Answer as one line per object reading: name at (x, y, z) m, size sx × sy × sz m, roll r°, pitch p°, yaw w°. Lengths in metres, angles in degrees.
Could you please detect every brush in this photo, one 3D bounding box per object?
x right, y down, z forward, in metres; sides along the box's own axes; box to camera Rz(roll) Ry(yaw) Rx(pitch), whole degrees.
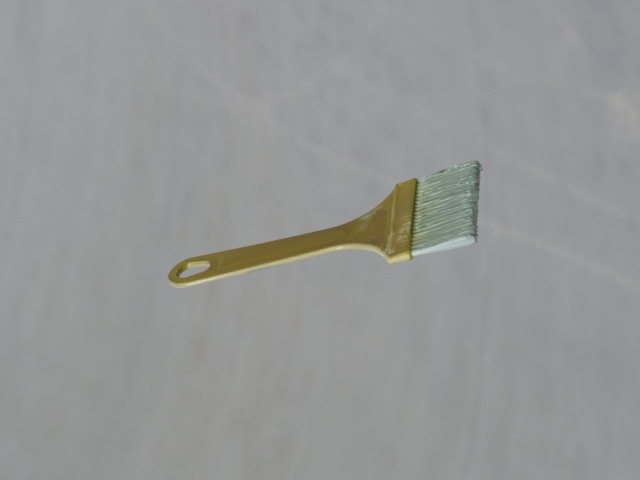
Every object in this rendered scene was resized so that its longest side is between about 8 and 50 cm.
brush at (0.000, 0.000, 1.214) m, size 0.083 × 0.205 × 0.011 m, roll -82°, pitch -27°, yaw -54°
